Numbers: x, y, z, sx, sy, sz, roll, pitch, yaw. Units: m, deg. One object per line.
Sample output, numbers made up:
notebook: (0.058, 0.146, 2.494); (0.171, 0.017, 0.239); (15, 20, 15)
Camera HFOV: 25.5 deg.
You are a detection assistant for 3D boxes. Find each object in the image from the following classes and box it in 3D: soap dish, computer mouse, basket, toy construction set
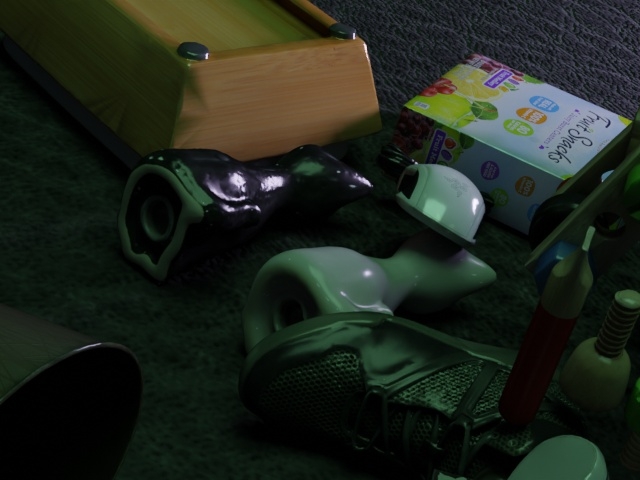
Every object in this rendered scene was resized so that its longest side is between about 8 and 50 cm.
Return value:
soap dish: (-0.115, -0.166, 1.202); (0.229, 0.118, 0.291); (-14, 41, -39)
computer mouse: (0.095, -0.036, 1.084); (0.106, 0.042, 0.193); (32, 8, -6)
basket: (-0.243, 0.084, 0.729); (0.227, 0.154, 0.204); (24, 34, 19)
toy construction set: (0.246, -0.028, 0.845); (0.257, 0.237, 0.309); (37, 45, 27)

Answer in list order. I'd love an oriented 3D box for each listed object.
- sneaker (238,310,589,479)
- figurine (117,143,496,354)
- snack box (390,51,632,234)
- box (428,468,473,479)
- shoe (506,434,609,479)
sneaker: (0.065, 0.115, 0.870); (0.228, 0.087, 0.130); (13, 25, -14)
figurine: (0.000, 0.000, 1.030); (0.215, 0.092, 0.209); (36, 33, 28)
snack box: (0.186, -0.077, 1.241); (0.207, 0.070, 0.174); (27, 33, 14)
box: (0.102, 0.237, 0.662); (0.159, 0.044, 0.233); (17, 52, 1)
shoe: (0.106, 0.195, 0.786); (0.178, 0.081, 0.063); (-42, 33, -22)
